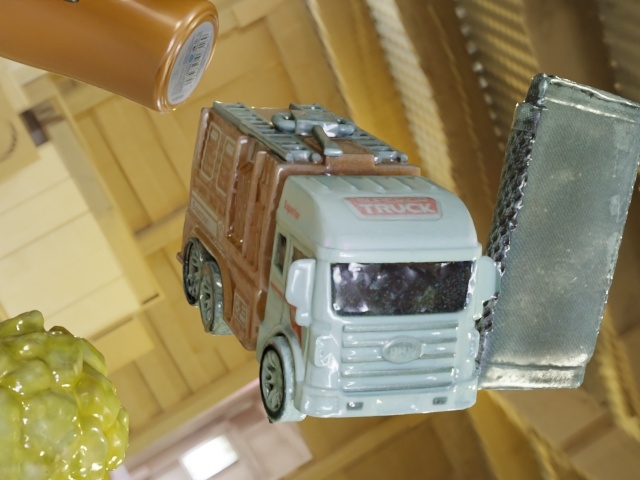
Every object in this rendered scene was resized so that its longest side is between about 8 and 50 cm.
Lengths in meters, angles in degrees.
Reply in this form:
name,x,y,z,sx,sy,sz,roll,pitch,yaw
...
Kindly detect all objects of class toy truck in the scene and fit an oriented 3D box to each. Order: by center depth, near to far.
name,x,y,z,sx,sy,sz,roll,pitch,yaw
toy truck,0.000,0.000,0.836,0.305,0.136,0.162,-139,-129,-63

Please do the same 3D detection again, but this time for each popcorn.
name,x,y,z,sx,sy,sz,roll,pitch,yaw
popcorn,-0.276,0.179,0.920,0.174,0.286,0.225,55,-10,-4

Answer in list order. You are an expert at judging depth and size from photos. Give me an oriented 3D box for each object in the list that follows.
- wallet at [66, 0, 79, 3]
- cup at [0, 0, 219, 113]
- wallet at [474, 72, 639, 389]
name,x,y,z,sx,sy,sz,roll,pitch,yaw
wallet,-0.285,-0.328,0.905,0.335,0.068,0.275,-3,90,-64
cup,-0.252,-0.241,1.351,0.264,0.182,0.226,27,-17,9
wallet,0.256,-0.003,1.369,0.075,0.237,0.342,18,-81,41
